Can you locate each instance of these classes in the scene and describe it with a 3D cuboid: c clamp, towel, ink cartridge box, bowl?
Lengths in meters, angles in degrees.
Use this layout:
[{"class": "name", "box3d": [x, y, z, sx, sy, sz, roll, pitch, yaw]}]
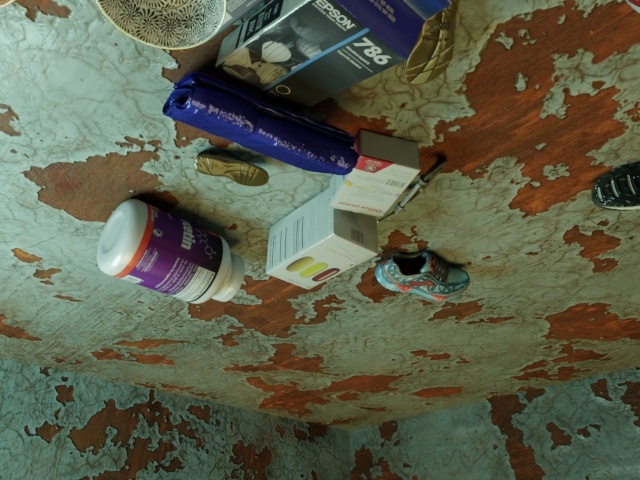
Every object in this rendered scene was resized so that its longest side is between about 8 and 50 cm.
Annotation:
[{"class": "c clamp", "box3d": [0.200, -0.103, 1.155, 0.137, 0.022, 0.160, -32, 167, -41]}, {"class": "towel", "box3d": [-0.103, -0.199, 0.962, 0.308, 0.076, 0.228, 19, -178, -28]}, {"class": "ink cartridge box", "box3d": [0.105, -0.132, 1.133, 0.128, 0.072, 0.175, 10, 148, -17]}, {"class": "bowl", "box3d": [-0.204, -0.343, 0.726, 0.170, 0.080, 0.170, 1, 149, 0]}, {"class": "ink cartridge box", "box3d": [0.005, -0.291, 0.800, 0.165, 0.065, 0.333, 25, 155, -34]}]

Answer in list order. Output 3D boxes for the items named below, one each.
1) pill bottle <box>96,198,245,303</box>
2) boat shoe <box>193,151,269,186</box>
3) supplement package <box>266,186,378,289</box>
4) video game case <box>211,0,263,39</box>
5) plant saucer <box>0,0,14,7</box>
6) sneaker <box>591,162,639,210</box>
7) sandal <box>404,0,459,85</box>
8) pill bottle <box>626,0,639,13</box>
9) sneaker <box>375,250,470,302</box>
[{"class": "pill bottle", "box3d": [-0.344, 0.039, 1.321, 0.323, 0.181, 0.182, 26, 141, -37]}, {"class": "boat shoe", "box3d": [-0.178, -0.152, 1.127, 0.152, 0.049, 0.056, 15, 128, -16]}, {"class": "supplement package", "box3d": [0.000, 0.000, 1.297, 0.139, 0.133, 0.244, 24, 142, -33]}, {"class": "video game case", "box3d": [-0.178, -0.405, 0.725, 0.196, 0.026, 0.274, -22, 142, 32]}, {"class": "plant saucer", "box3d": [-0.489, -0.397, 0.727, 0.200, 0.037, 0.200, 1, 149, 0]}, {"class": "sneaker", "box3d": [0.709, -0.109, 1.149, 0.272, 0.100, 0.108, -12, 152, 20]}, {"class": "sandal", "box3d": [0.169, -0.322, 0.847, 0.072, 0.049, 0.180, -3, 135, -6]}, {"class": "pill bottle", "box3d": [0.394, -0.378, 0.567, 0.229, 0.229, 0.408, -25, 141, 36]}, {"class": "sneaker", "box3d": [0.286, 0.090, 1.479, 0.262, 0.104, 0.125, 6, 147, -10]}]
